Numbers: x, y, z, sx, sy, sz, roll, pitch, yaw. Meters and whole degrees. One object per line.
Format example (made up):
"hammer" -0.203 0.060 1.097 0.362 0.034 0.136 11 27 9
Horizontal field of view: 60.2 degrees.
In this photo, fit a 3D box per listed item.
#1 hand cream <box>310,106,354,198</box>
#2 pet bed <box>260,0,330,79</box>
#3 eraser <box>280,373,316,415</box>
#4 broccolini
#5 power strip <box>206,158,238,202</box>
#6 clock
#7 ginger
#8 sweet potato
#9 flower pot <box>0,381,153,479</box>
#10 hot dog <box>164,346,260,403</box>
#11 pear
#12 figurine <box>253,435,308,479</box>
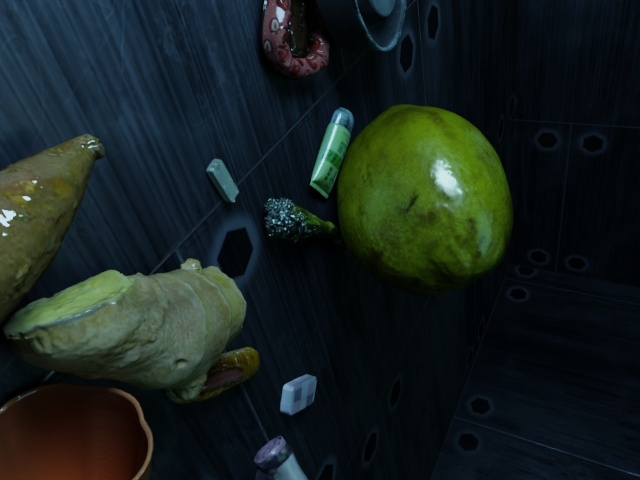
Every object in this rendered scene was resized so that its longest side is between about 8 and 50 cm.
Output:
"hand cream" 0.025 -0.178 1.112 0.095 0.046 0.174 33 73 -67
"pet bed" -0.037 -0.366 0.922 0.201 0.054 0.201 6 90 -66
"eraser" -0.046 0.329 1.183 0.105 0.026 0.065 0 97 -62
"broccolini" -0.004 -0.003 1.117 0.392 0.074 0.078 31 31 -62
"power strip" -0.149 -0.089 0.849 0.027 0.017 0.083 -60 146 -30
"clock" 0.072 -0.532 0.984 0.386 0.077 0.385 2 90 -67
"ginger" -0.213 0.106 0.684 0.354 0.126 0.189 18 70 -59
"sweet potato" -0.307 0.012 0.482 0.336 0.131 0.131 -64 149 -28
"flower pot" -0.273 0.279 0.594 0.191 0.191 0.173 -40 144 -50
"hot dog" -0.164 0.222 0.903 0.216 0.047 0.066 2 101 -62
"pear" 0.206 -0.078 1.111 0.352 0.352 0.413 45 21 -57
"figurine" -0.124 0.506 0.902 0.361 0.211 0.253 -19 117 -60
